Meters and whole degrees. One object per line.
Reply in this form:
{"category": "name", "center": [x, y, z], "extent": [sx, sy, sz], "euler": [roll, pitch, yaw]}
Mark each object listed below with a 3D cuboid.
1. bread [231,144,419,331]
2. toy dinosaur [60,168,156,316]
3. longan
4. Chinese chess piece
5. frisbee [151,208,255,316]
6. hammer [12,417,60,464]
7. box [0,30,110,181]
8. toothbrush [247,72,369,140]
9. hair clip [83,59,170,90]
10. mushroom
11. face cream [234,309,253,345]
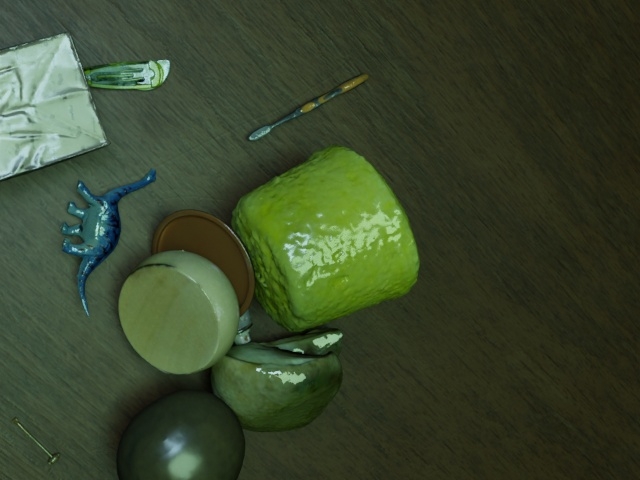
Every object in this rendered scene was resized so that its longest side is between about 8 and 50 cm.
{"category": "bread", "center": [0.000, 0.000, 1.728], "extent": [0.308, 0.348, 0.348], "euler": [-23, 101, -16]}
{"category": "toy dinosaur", "center": [-0.452, -0.027, 1.696], "extent": [0.144, 0.076, 0.329], "euler": [30, 72, -27]}
{"category": "longan", "center": [-0.275, 0.429, 1.702], "extent": [0.258, 0.258, 0.258], "euler": [-1, 94, -21]}
{"category": "Chinese chess piece", "center": [-0.279, 0.142, 1.692], "extent": [0.097, 0.251, 0.251], "euler": [-39, 112, -61]}
{"category": "frisbee", "center": [-0.236, 0.054, 1.716], "extent": [0.021, 0.251, 0.251], "euler": [-39, 110, -55]}
{"category": "hammer", "center": [-0.571, 0.400, 1.708], "extent": [0.029, 0.014, 0.123], "euler": [-45, 105, -22]}
{"category": "box", "center": [-0.575, -0.233, 1.574], "extent": [0.297, 0.190, 0.225], "euler": [-22, 102, -18]}
{"category": "toothbrush", "center": [-0.023, -0.293, 1.866], "extent": [0.321, 0.031, 0.023], "euler": [-30, 104, -17]}
{"category": "hair clip", "center": [-0.395, -0.331, 1.718], "extent": [0.188, 0.033, 0.060], "euler": [-8, 98, -26]}
{"category": "mushroom", "center": [-0.062, 0.320, 1.800], "extent": [0.292, 0.212, 0.217], "euler": [-13, 107, -39]}
{"category": "face cream", "center": [-0.204, 0.113, 1.799], "extent": [0.075, 0.075, 0.229], "euler": [-24, 102, -18]}
